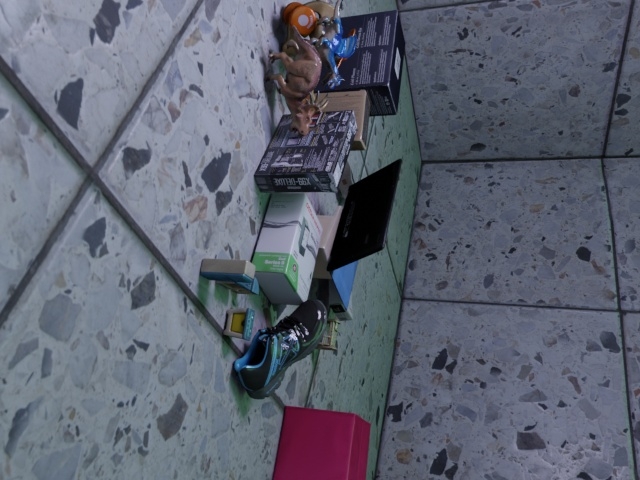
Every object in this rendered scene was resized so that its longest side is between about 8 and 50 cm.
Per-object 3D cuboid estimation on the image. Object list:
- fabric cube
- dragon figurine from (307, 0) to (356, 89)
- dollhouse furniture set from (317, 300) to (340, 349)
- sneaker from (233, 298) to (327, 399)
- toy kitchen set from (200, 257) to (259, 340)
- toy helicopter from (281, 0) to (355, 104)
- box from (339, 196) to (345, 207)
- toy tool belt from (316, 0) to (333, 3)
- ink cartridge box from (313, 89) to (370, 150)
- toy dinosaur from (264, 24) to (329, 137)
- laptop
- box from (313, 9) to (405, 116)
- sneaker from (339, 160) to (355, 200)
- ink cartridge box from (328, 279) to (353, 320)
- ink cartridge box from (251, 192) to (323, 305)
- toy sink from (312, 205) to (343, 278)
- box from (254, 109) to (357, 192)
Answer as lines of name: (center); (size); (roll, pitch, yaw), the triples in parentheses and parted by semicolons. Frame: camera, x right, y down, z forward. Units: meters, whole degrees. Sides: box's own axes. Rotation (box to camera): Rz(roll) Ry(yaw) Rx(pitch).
fabric cube: (0.013, 0.721, 1.834); (0.259, 0.254, 0.258); (55, 39, -58)
dragon figurine: (0.050, -0.606, 1.653); (0.144, 0.085, 0.289); (30, 80, -43)
dollhouse furniture set: (0.010, 0.305, 2.023); (0.161, 0.101, 0.182); (49, 45, -62)
sneaker: (-0.105, 0.287, 1.544); (0.341, 0.125, 0.140); (-51, 133, -26)
toy kitchen set: (-0.208, 0.154, 1.362); (0.207, 0.122, 0.166); (46, 48, -63)
toy helicopter: (-0.015, -0.586, 1.765); (0.140, 0.235, 0.355); (-118, -145, -59)
box: (0.170, -0.113, 2.350); (0.091, 0.170, 0.130); (60, 36, -53)
toy tool belt: (0.012, -0.892, 2.058); (0.051, 0.052, 0.083); (-63, 169, 27)
ink cartridge box: (0.047, -0.412, 1.888); (0.088, 0.234, 0.193); (43, 52, -65)
toy dinosaur: (-0.049, -0.479, 1.614); (0.127, 0.200, 0.296); (-36, 151, -50)
laptop: (0.181, -0.010, 1.917); (0.236, 0.408, 0.382); (35, 52, -26)
box: (0.134, -0.645, 2.008); (0.179, 0.312, 0.343); (53, 42, -61)
sneaker: (0.096, -0.278, 2.304); (0.118, 0.083, 0.222); (-95, 168, -63)
ink cartridge box: (0.081, 0.127, 2.219); (0.176, 0.069, 0.371); (60, 27, -56)
ink cartridge box: (-0.098, 0.025, 1.669); (0.211, 0.121, 0.289); (64, 33, -54)
toy sink: (0.000, 0.000, 1.935); (0.234, 0.131, 0.153); (-67, 152, -42)
box: (-0.038, -0.273, 1.646); (0.076, 0.242, 0.307); (71, 27, -44)
